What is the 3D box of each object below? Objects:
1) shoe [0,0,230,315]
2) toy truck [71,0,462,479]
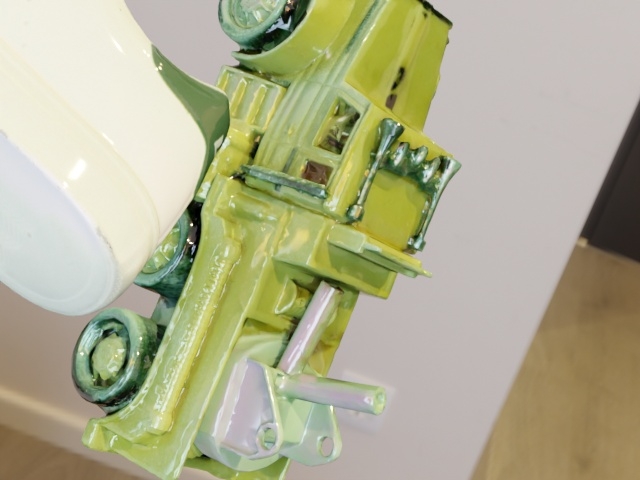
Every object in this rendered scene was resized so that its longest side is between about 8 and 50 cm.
[{"bbox_3d":[-0.140,-0.098,0.408,0.265,0.095,0.110,51,47,-7],"label":"shoe"},{"bbox_3d":[-0.001,-0.004,0.545,0.135,0.260,0.128,14,-8,41],"label":"toy truck"}]
